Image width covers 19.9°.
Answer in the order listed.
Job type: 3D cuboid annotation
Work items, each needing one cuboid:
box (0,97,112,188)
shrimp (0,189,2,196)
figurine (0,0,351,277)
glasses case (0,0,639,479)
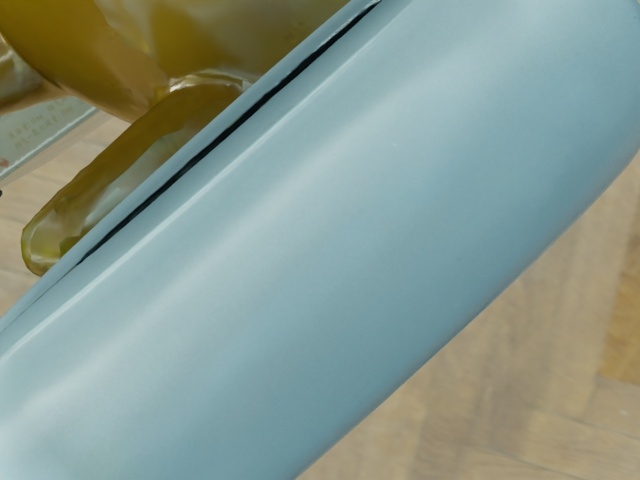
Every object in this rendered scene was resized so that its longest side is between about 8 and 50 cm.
[{"bbox_3d":[-0.169,-0.103,1.240,0.201,0.141,0.058,-30,95,30],"label":"box"},{"bbox_3d":[-0.234,0.039,0.610,0.145,0.343,0.116,-16,110,45],"label":"shrimp"},{"bbox_3d":[-0.035,-0.206,0.555,0.401,0.268,0.387,1,110,-12],"label":"figurine"},{"bbox_3d":[0.000,0.000,0.403,0.178,0.045,0.067,-42,113,-6],"label":"glasses case"}]
